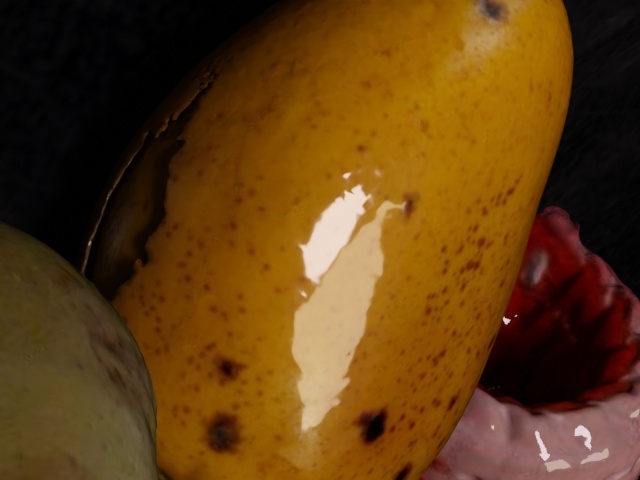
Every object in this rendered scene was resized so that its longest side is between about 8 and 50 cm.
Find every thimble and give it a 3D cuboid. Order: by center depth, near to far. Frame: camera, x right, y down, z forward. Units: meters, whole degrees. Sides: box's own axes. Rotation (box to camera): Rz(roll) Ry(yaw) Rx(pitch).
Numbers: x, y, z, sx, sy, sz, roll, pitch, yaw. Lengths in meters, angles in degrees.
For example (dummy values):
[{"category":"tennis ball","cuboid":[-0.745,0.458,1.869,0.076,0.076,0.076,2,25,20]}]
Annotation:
[{"category":"thimble","cuboid":[0.085,0.079,0.838,0.163,0.189,0.125,3,128,-11]}]

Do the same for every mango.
[{"category":"mango","cuboid":[0.000,0.000,0.684,0.191,0.160,0.290,24,100,-47]}]

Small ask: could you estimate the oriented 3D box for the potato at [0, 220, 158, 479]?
[{"category":"potato","cuboid":[-0.207,0.124,0.503,0.351,0.218,0.202,-40,169,-2]}]
